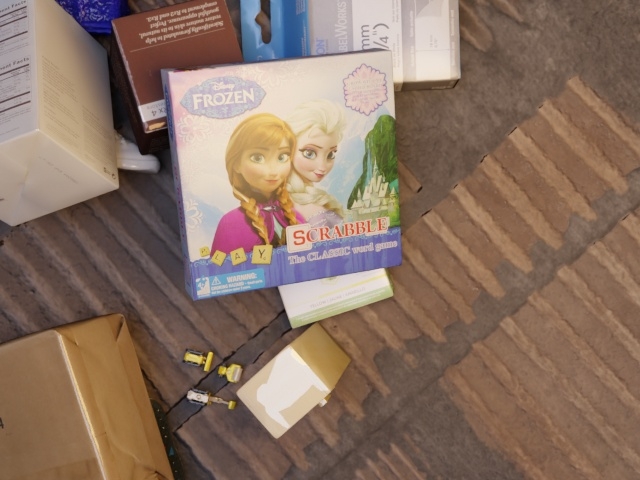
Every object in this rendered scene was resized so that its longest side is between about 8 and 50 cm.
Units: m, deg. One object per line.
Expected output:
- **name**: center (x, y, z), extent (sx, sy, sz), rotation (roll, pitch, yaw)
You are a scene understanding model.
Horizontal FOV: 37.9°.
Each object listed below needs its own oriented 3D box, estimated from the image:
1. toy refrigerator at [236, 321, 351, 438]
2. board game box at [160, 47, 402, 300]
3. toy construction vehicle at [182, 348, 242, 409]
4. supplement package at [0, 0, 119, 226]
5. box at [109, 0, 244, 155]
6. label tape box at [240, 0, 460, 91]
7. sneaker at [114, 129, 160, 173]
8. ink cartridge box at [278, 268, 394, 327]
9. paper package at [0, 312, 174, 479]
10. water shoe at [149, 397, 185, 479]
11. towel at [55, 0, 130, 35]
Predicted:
- **toy refrigerator**: center (-0.029, 0.199, 1.362), extent (0.102, 0.269, 0.094), rotation (-42, 86, 7)
- **board game box**: center (-0.047, -0.097, 1.311), extent (0.319, 0.066, 0.317), rotation (-10, 106, -17)
- **toy construction vehicle**: center (-0.178, 0.225, 1.507), extent (0.098, 0.035, 0.085), rotation (11, 82, 5)
- **supplement package**: center (-0.445, -0.198, 1.388), extent (0.198, 0.199, 0.262), rotation (-18, 64, 15)
- **box**: center (-0.210, -0.240, 1.387), extent (0.169, 0.203, 0.167), rotation (-17, 89, -14)
- **label tape box**: center (0.038, -0.347, 1.403), extent (0.334, 0.106, 0.240), rotation (-2, 93, 3)
- **sneaker**: center (-0.352, -0.167, 1.496), extent (0.212, 0.080, 0.094), rotation (16, 89, 9)
- **ink cartridge box**: center (0.000, 0.000, 1.462), extent (0.171, 0.056, 0.235), rotation (-19, 91, 8)
- **paper package**: center (-0.433, 0.300, 1.441), extent (0.325, 0.168, 0.309), rotation (-19, 87, 22)
- **water shoe**: center (-0.278, 0.357, 1.515), extent (0.080, 0.073, 0.203), rotation (-13, 87, 31)
- **towel**: center (-0.456, -0.413, 1.427), extent (0.308, 0.076, 0.227), rotation (-3, 124, -6)
